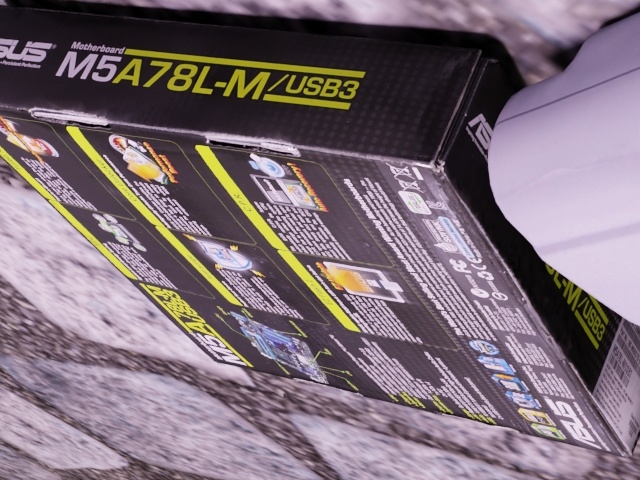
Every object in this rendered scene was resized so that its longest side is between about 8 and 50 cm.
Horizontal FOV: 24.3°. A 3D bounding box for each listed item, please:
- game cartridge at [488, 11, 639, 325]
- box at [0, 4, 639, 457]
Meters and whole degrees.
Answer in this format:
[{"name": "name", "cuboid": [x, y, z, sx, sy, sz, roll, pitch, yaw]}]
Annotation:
[{"name": "game cartridge", "cuboid": [0.203, 0.031, 0.337, 0.294, 0.060, 0.196, 33, 153, -19]}, {"name": "box", "cuboid": [0.000, 0.000, 0.489, 0.184, 0.045, 0.190, 12, 156, 35]}]
